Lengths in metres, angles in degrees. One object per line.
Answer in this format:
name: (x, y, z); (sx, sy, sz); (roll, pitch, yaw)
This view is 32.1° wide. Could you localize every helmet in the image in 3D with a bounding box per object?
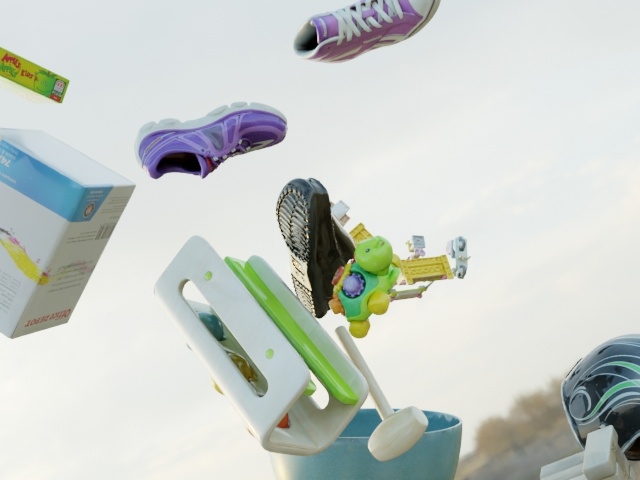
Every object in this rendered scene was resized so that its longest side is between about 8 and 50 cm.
helmet: (0.398, 0.197, 1.374); (0.161, 0.169, 0.169); (-32, -14, 26)

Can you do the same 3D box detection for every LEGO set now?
LEGO set: (0.114, 0.035, 1.935); (0.287, 0.132, 0.107); (15, -31, -14)

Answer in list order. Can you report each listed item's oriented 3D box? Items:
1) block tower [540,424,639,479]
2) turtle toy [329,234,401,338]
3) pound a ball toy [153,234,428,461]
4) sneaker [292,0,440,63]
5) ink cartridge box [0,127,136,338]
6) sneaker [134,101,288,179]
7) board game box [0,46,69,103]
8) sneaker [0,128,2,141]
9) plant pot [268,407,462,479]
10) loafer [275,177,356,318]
block tower: (0.343, 0.369, 1.182); (0.097, 0.335, 0.091); (-26, 7, 21)
turtle toy: (0.053, 0.046, 1.307); (0.130, 0.066, 0.095); (-55, 10, 42)
pound a ball toy: (-0.047, 0.154, 1.352); (0.208, 0.319, 0.136); (21, -68, -50)
sneaker: (0.073, -0.385, 1.967); (0.282, 0.102, 0.161); (-28, -9, 35)
ink cartridge box: (-0.465, -0.015, 1.767); (0.270, 0.197, 0.198); (-62, -10, 9)
sneaker: (-0.114, -0.098, 1.209); (0.170, 0.071, 0.068); (-15, -39, -11)
board game box: (-0.503, -0.272, 1.775); (0.181, 0.043, 0.092); (25, -10, -41)
sneaker: (-0.496, -0.139, 1.466); (0.103, 0.252, 0.111); (14, -53, -3)
plant pot: (0.065, 0.363, 1.640); (0.290, 0.195, 0.290); (-1, -1, 0)
loafer: (0.000, 0.000, 1.392); (0.078, 0.080, 0.220); (-28, -39, -21)
